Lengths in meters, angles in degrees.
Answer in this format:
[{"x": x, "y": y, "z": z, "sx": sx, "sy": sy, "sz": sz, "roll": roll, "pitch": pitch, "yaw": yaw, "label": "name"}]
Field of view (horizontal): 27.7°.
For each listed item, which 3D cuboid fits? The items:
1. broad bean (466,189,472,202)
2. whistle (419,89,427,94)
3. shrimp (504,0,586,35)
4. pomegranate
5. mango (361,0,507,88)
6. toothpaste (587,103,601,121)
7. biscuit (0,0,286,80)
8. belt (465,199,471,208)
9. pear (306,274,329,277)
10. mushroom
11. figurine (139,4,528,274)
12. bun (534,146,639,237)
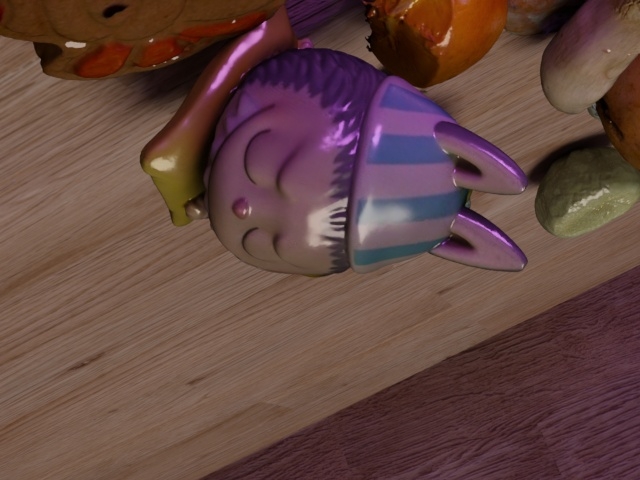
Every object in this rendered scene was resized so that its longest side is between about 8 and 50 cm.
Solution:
[{"x": 0.109, "y": -0.086, "z": 1.809, "sx": 0.238, "sy": 0.119, "sz": 0.291, "roll": -15, "pitch": 173, "yaw": 41, "label": "broad bean"}, {"x": 0.035, "y": -0.136, "z": 1.651, "sx": 0.227, "sy": 0.085, "sz": 0.105, "roll": -27, "pitch": 161, "yaw": 5, "label": "whistle"}, {"x": 0.362, "y": -0.311, "z": 1.608, "sx": 0.317, "sy": 0.062, "sz": 0.164, "roll": -13, "pitch": 164, "yaw": -16, "label": "shrimp"}, {"x": 0.499, "y": -0.209, "z": 1.774, "sx": 0.260, "sy": 0.260, "sz": 0.260, "roll": -21, "pitch": 162, "yaw": -7, "label": "pomegranate"}, {"x": 0.130, "y": -0.240, "z": 1.416, "sx": 0.154, "sy": 0.126, "sz": 0.252, "roll": -47, "pitch": 167, "yaw": 8, "label": "mango"}, {"x": 0.413, "y": -0.228, "z": 1.932, "sx": 0.067, "sy": 0.037, "sz": 0.255, "roll": -21, "pitch": 159, "yaw": 12, "label": "toothpaste"}, {"x": -0.146, "y": -0.255, "z": 1.145, "sx": 0.381, "sy": 0.074, "sz": 0.359, "roll": -21, "pitch": 160, "yaw": -17, "label": "biscuit"}, {"x": 0.138, "y": -0.051, "z": 2.028, "sx": 0.198, "sy": 0.078, "sz": 0.151, "roll": -24, "pitch": 158, "yaw": 9, "label": "belt"}, {"x": 0.000, "y": 0.000, "z": 1.969, "sx": 0.141, "sy": 0.104, "sz": 0.141, "roll": -24, "pitch": 165, "yaw": -7, "label": "pear"}, {"x": 0.349, "y": -0.242, "z": 1.562, "sx": 0.122, "sy": 0.095, "sz": 0.351, "roll": -26, "pitch": 170, "yaw": -18, "label": "mushroom"}, {"x": 0.044, "y": -0.040, "z": 1.401, "sx": 0.266, "sy": 0.377, "sz": 0.361, "roll": -57, "pitch": 164, "yaw": 3, "label": "figurine"}, {"x": 0.456, "y": -0.091, "z": 2.240, "sx": 0.195, "sy": 0.118, "sz": 0.195, "roll": -20, "pitch": 155, "yaw": -10, "label": "bun"}]
